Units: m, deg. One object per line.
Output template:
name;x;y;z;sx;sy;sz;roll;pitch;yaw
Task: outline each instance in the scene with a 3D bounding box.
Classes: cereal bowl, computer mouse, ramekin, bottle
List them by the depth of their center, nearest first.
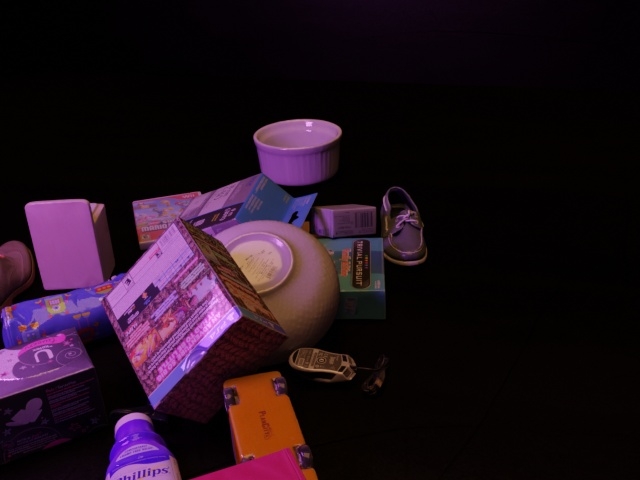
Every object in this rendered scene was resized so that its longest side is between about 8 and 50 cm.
bottle;-0.280;0.385;1.231;0.118;0.092;0.283;-12;28;-14
computer mouse;0.033;0.253;1.514;0.193;0.042;0.106;8;34;10
cereal bowl;-0.129;0.084;1.615;0.339;0.141;0.339;-2;51;3
ramekin;-0.069;-0.277;2.448;0.277;0.135;0.277;-2;27;1

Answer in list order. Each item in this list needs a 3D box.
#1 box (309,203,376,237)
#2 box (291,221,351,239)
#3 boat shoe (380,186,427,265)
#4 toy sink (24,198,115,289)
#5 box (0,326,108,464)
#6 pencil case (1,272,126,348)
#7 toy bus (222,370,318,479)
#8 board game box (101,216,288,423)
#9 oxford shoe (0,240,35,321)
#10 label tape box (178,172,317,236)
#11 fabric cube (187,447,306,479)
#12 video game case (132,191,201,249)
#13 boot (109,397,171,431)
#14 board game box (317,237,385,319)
box;0.054;-0.050;1.960;0.126;0.072;0.137;-5;8;-26
box;0.000;0.000;2.025;0.164;0.021;0.201;-2;28;2
boat shoe;0.207;-0.040;1.995;0.116;0.099;0.319;-3;27;0
toy sink;-0.603;-0.013;1.884;0.153;0.234;0.131;-4;28;1
box;-0.536;0.282;1.405;0.247;0.142;0.163;-16;30;-24
pencil case;-0.526;0.158;1.664;0.306;0.119;0.133;-17;54;-26
toy bus;-0.078;0.350;1.235;0.108;0.130;0.332;-10;28;-12
board game box;-0.240;0.145;1.441;0.232;0.141;0.291;-46;51;9
oxford shoe;-0.768;0.070;1.851;0.123;0.130;0.348;-6;27;-5
label tape box;-0.199;-0.058;1.910;0.334;0.106;0.240;-17;26;23
fabric cube;-0.107;0.450;0.911;0.258;0.254;0.259;-12;29;-18
video game case;-0.418;-0.061;2.185;0.204;0.025;0.285;-10;28;-13
boot;-0.320;0.307;1.439;0.121;0.045;0.099;5;30;1
board game box;-0.019;0.084;1.802;0.336;0.079;0.254;-1;27;4
